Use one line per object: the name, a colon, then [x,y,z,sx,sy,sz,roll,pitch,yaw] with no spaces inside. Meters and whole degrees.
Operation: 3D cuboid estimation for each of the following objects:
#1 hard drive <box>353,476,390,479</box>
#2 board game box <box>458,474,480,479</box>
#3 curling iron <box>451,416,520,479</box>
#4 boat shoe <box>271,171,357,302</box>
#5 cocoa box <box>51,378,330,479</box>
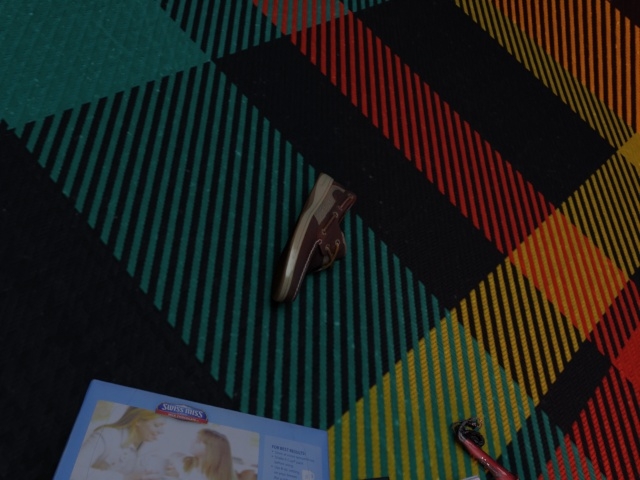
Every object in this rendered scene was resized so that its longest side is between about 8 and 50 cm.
hard drive: [0.087,0.475,1.000,0.094,0.022,0.135,3,56,-22]
board game box: [0.239,0.564,0.971,0.193,0.053,0.305,0,58,-32]
curling iron: [0.363,0.444,1.133,0.274,0.035,0.068,44,52,10]
boat shoe: [0.000,0.000,1.228,0.123,0.123,0.342,25,45,-4]
cocoa box: [-0.180,0.373,0.784,0.347,0.228,0.231,17,32,-13]
